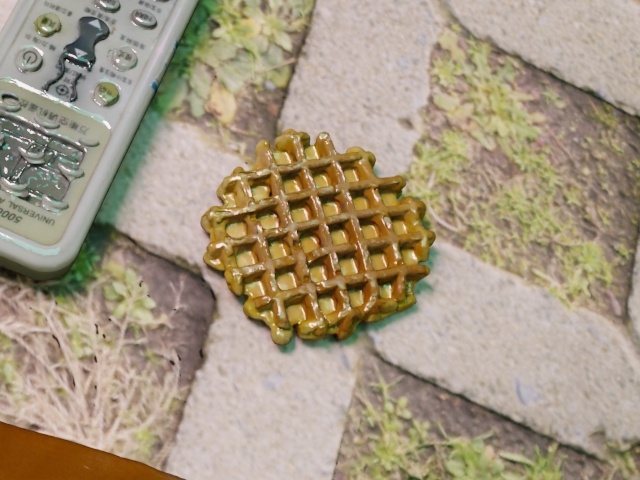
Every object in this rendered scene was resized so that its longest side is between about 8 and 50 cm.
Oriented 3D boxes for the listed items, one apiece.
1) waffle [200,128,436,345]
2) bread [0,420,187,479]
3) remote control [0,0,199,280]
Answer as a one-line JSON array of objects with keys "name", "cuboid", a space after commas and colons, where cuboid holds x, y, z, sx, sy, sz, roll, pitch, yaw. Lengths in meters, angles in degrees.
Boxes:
[{"name": "waffle", "cuboid": [-0.001, -0.005, 1.118, 0.191, 0.038, 0.191, 6, 65, -13]}, {"name": "bread", "cuboid": [-0.257, 0.158, 0.891, 0.361, 0.077, 0.138, 20, 18, -17]}, {"name": "remote control", "cuboid": [-0.193, -0.128, 1.101, 0.128, 0.065, 0.335, 25, 62, -7]}]
